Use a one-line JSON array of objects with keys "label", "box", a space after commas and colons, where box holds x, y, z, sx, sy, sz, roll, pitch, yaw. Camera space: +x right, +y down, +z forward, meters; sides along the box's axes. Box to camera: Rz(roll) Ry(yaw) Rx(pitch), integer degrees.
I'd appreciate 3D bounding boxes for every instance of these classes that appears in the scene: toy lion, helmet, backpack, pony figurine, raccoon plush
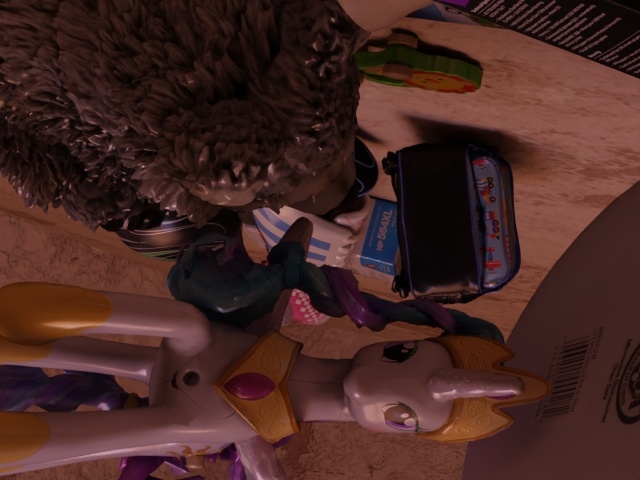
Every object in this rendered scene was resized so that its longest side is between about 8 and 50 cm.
[{"label": "toy lion", "box": [0.076, -0.136, 0.989, 0.096, 0.034, 0.100, 13, 175, -37]}, {"label": "helmet", "box": [-0.187, -0.050, 1.554, 0.161, 0.170, 0.169, 2, 176, -18]}, {"label": "backpack", "box": [0.136, -0.019, 1.219, 0.116, 0.158, 0.173, -5, 179, 15]}, {"label": "pony figurine", "box": [-0.074, 0.110, 0.814, 0.363, 0.303, 0.351, 2, 167, -16]}, {"label": "raccoon plush", "box": [-0.177, -0.134, 0.772, 0.446, 0.216, 0.299, 19, 174, -17]}]

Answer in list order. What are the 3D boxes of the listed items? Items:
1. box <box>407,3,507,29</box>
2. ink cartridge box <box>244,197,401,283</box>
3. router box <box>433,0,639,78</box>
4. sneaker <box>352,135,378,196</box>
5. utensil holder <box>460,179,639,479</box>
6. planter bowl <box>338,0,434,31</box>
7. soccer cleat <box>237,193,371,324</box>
[{"label": "box", "box": [0.084, -0.177, 0.656, 0.159, 0.044, 0.233, 12, 171, 24]}, {"label": "ink cartridge box", "box": [0.014, -0.015, 1.648, 0.203, 0.086, 0.148, 15, 171, 8]}, {"label": "router box", "box": [0.119, -0.140, 0.384, 0.133, 0.179, 0.046, 19, 168, -12]}, {"label": "sneaker", "box": [-0.021, -0.097, 1.220, 0.232, 0.081, 0.090, 23, 176, -33]}, {"label": "utensil holder", "box": [0.325, 0.164, 0.736, 0.385, 0.328, 0.327, 30, 168, -15]}, {"label": "planter bowl", "box": [0.045, -0.174, 0.464, 0.109, 0.162, 0.162, -16, 160, 17]}, {"label": "soccer cleat", "box": [0.000, 0.000, 1.452, 0.143, 0.116, 0.331, -2, 146, 16]}]
